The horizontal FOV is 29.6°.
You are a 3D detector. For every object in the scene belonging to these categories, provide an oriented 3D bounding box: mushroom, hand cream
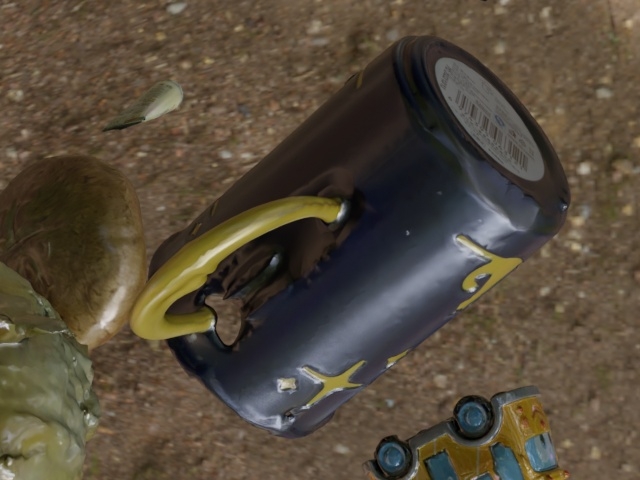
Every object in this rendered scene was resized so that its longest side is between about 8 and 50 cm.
[{"bbox_3d":[-0.310,0.026,1.413,0.146,0.278,0.278,25,76,-48],"label":"mushroom"},{"bbox_3d":[-0.208,-0.160,1.474,0.143,0.061,0.039,-53,130,-60],"label":"hand cream"}]

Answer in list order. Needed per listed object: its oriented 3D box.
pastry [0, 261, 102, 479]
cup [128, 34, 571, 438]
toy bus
[{"bbox_3d":[-0.241,0.095,0.597,0.257,0.236,0.120,-31,140,-12],"label":"pastry"},{"bbox_3d":[0.017,0.013,0.799,0.178,0.256,0.255,45,29,-8],"label":"cup"},{"bbox_3d":[0.165,0.251,1.330,0.126,0.210,0.136,9,53,-61],"label":"toy bus"}]
